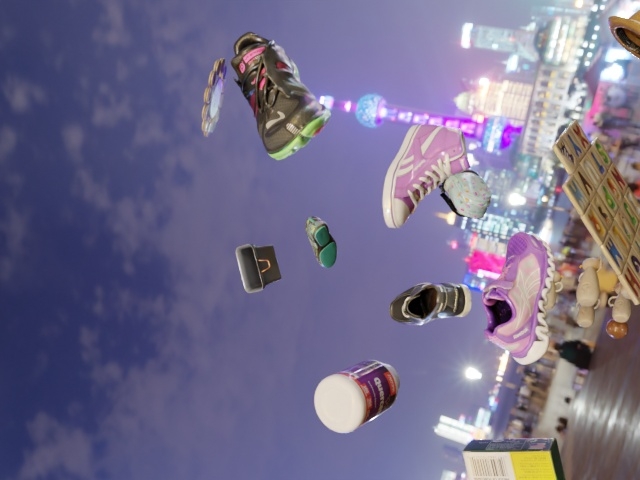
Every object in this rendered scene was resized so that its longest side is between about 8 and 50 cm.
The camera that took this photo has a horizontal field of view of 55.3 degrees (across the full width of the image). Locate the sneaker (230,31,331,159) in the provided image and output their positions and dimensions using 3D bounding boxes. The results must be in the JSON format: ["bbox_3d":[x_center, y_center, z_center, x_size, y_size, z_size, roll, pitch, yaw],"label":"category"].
[{"bbox_3d":[-0.125,-0.356,1.458,0.185,0.482,0.202,-41,-51,10],"label":"sneaker"}]

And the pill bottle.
[{"bbox_3d":[0.134,0.497,1.998,0.323,0.182,0.181,-6,-69,-56],"label":"pill bottle"}]

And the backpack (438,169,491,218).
[{"bbox_3d":[0.496,-0.158,2.053,0.182,0.152,0.115,-103,14,-45],"label":"backpack"}]

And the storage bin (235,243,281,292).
[{"bbox_3d":[-0.167,0.070,1.739,0.091,0.098,0.135,-15,-90,-45],"label":"storage bin"}]

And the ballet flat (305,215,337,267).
[{"bbox_3d":[0.000,0.000,1.597,0.188,0.070,0.070,76,-146,-53],"label":"ballet flat"}]

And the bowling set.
[{"bbox_3d":[0.743,0.150,1.622,0.200,0.287,0.154,51,-132,-27],"label":"bowling set"}]

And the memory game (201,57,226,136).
[{"bbox_3d":[-0.250,-0.337,1.437,0.186,0.012,0.186,-167,90,-89],"label":"memory game"}]

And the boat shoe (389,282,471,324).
[{"bbox_3d":[0.196,0.123,1.206,0.233,0.079,0.084,155,111,-63],"label":"boat shoe"}]

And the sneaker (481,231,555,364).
[{"bbox_3d":[0.326,0.084,1.034,0.095,0.105,0.236,136,150,-59],"label":"sneaker"}]

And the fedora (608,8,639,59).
[{"bbox_3d":[0.794,-0.504,1.480,0.079,0.194,0.194,-49,-15,13],"label":"fedora"}]

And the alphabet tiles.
[{"bbox_3d":[0.520,-0.048,1.077,0.342,0.011,0.285,57,-140,-3],"label":"alphabet tiles"}]

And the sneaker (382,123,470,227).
[{"bbox_3d":[0.245,-0.149,1.374,0.102,0.161,0.282,51,-124,-52],"label":"sneaker"}]

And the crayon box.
[{"bbox_3d":[0.459,0.614,1.380,0.081,0.202,0.318,-11,-91,-59],"label":"crayon box"}]
